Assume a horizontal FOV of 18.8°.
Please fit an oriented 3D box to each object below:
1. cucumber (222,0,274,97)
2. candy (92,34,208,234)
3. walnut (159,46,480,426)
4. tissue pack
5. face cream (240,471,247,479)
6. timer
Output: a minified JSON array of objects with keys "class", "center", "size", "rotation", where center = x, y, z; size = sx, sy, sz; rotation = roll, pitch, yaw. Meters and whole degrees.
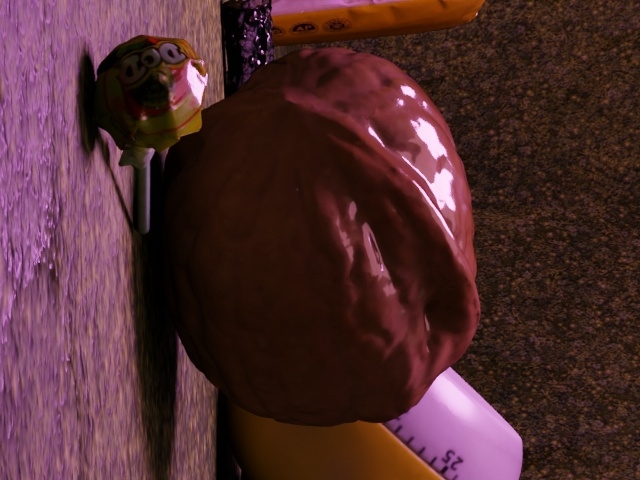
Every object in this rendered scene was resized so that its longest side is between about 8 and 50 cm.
[{"class":"cucumber","center":[-0.066,-0.154,1.827],"size":[0.053,0.053,0.181],"rotation":[-87,176,-71]},{"class":"candy","center":[-0.091,-0.044,1.008],"size":[0.058,0.062,0.194],"rotation":[44,-22,13]},{"class":"walnut","center":[0.000,0.000,1.234],"size":[0.261,0.225,0.225],"rotation":[77,10,-52]},{"class":"tissue pack","center":[0.047,-0.295,2.149],"size":[0.192,0.271,0.134],"rotation":[37,47,-87]},{"class":"face cream","center":[-0.041,0.350,1.854],"size":[0.139,0.067,0.285],"rotation":[25,63,-80]},{"class":"timer","center":[0.015,0.205,1.709],"size":[0.285,0.285,0.285],"rotation":[-2,90,-88]}]
